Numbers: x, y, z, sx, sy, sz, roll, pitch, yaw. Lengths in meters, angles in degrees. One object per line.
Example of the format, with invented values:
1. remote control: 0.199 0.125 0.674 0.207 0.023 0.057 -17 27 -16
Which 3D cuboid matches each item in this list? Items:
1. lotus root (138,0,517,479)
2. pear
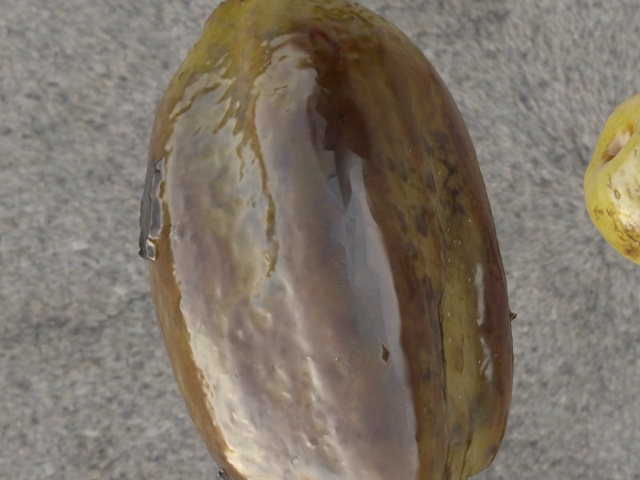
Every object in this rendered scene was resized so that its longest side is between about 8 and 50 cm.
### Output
1. lotus root: -0.005 0.002 0.596 0.193 0.193 0.290 -13 83 16
2. pear: 0.487 -0.076 1.444 0.271 0.271 0.271 0 92 16
